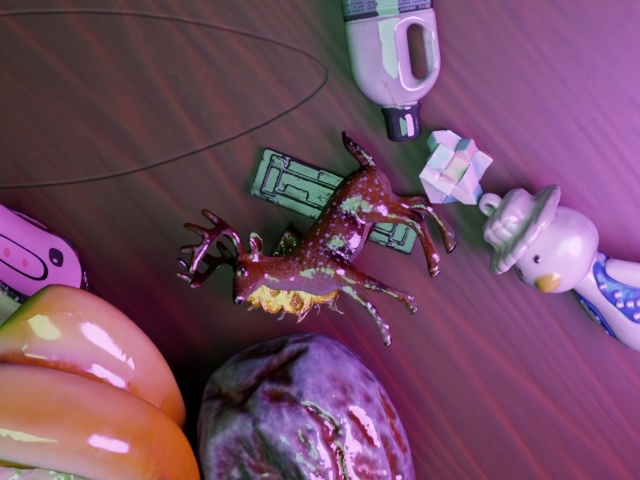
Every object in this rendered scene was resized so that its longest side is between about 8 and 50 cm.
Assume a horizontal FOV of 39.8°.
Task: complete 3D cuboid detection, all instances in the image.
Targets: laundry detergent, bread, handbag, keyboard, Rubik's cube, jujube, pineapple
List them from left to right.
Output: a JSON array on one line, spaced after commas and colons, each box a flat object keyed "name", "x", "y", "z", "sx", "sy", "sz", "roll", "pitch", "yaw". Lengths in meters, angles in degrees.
[{"name": "handbag", "x": -0.381, "y": 0.053, "z": 1.051, "sx": 0.205, "sy": 0.179, "sz": 0.116, "roll": 33, "pitch": 113, "yaw": -28}, {"name": "bread", "x": -0.309, "y": 0.258, "z": 0.990, "sx": 0.328, "sy": 0.245, "sz": 0.424, "roll": -8, "pitch": 140, "yaw": -17}, {"name": "pineapple", "x": -0.025, "y": 0.035, "z": 1.046, "sx": 0.137, "sy": 0.069, "sz": 0.116, "roll": -9, "pitch": 96, "yaw": 4}, {"name": "jujube", "x": -0.014, "y": 0.255, "z": 1.015, "sx": 0.246, "sy": 0.215, "sz": 0.308, "roll": 7, "pitch": 110, "yaw": 33}, {"name": "keyboard", "x": 0.020, "y": -0.046, "z": 1.037, "sx": 0.204, "sy": 0.013, "sz": 0.061, "roll": 21, "pitch": 106, "yaw": 6}, {"name": "laundry detergent", "x": 0.077, "y": -0.219, "z": 0.954, "sx": 0.099, "sy": 0.070, "sz": 0.226, "roll": -8, "pitch": 101, "yaw": 6}, {"name": "Rubik's cube", "x": 0.147, "y": -0.077, "z": 0.972, "sx": 0.075, "sy": 0.073, "sz": 0.084, "roll": 15, "pitch": 99, "yaw": 3}]

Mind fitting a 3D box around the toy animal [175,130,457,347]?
[{"name": "toy animal", "x": -0.003, "y": 0.006, "z": 0.986, "sx": 0.260, "sy": 0.087, "sz": 0.243, "roll": 34, "pitch": 71, "yaw": 3}]

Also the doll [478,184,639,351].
[{"name": "doll", "x": 0.294, "y": 0.036, "z": 0.953, "sx": 0.293, "sy": 0.138, "sz": 0.119, "roll": 34, "pitch": 67, "yaw": -1}]
